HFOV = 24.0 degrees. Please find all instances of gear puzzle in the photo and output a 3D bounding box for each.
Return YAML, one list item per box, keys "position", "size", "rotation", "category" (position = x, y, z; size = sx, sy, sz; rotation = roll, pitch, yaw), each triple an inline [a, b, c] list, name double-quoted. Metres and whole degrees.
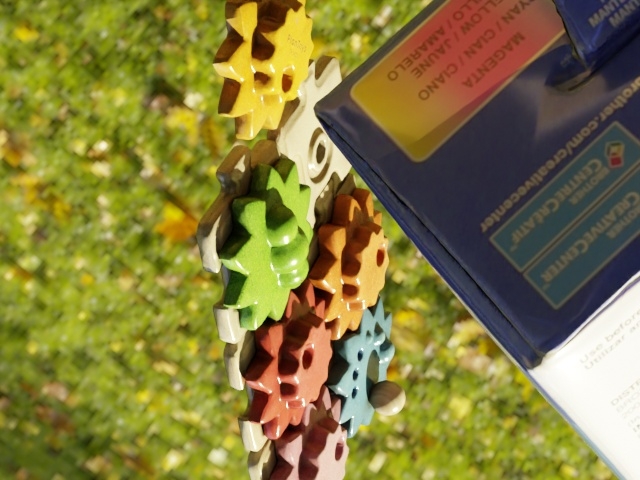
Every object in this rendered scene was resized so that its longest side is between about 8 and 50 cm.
- position: [0.000, 0.000, 0.798]
  size: [0.044, 0.175, 0.339]
  rotation: [10, 133, 22]
  category: "gear puzzle"

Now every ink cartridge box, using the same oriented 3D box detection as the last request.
- position: [0.184, -0.031, 0.566]
  size: [0.151, 0.270, 0.395]
  rotation: [51, -177, 38]
  category: "ink cartridge box"
